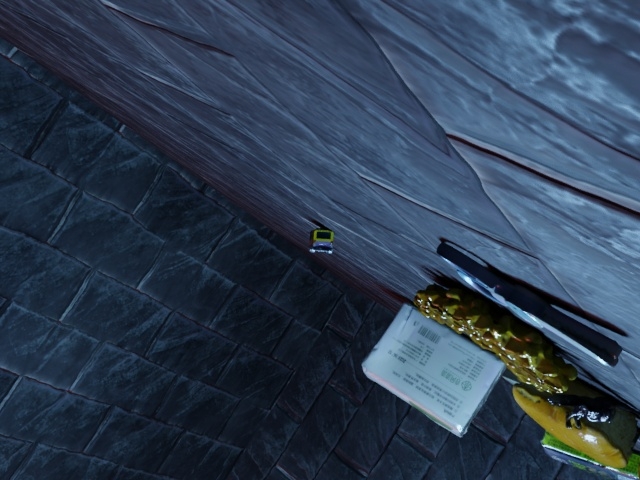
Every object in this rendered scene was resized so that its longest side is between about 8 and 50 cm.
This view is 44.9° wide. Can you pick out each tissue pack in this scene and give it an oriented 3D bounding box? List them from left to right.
[{"bbox_3d":[0.338,0.381,2.320,0.357,0.266,0.194,32,171,19],"label":"tissue pack"},{"bbox_3d":[0.626,0.486,1.740,0.236,0.073,0.173,15,163,29],"label":"tissue pack"}]

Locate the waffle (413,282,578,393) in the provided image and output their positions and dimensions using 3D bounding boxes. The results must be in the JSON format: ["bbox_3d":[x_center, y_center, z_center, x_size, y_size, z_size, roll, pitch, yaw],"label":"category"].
[{"bbox_3d":[0.294,0.157,1.309,0.293,0.069,0.260,33,172,3],"label":"waffle"}]

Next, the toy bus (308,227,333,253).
[{"bbox_3d":[0.000,0.000,1.791,0.052,0.058,0.102,5,180,-6],"label":"toy bus"}]

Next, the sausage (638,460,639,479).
[{"bbox_3d":[0.664,0.438,1.470,0.117,0.125,0.317,28,178,22],"label":"sausage"}]

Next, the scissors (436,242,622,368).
[{"bbox_3d":[0.241,0.075,0.908,0.125,0.030,0.256,37,177,-42],"label":"scissors"}]

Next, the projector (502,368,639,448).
[{"bbox_3d":[0.581,0.393,1.833,0.257,0.079,0.259,33,174,-5],"label":"projector"}]

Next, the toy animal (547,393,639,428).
[{"bbox_3d":[0.471,0.294,1.357,0.220,0.062,0.108,10,157,-23],"label":"toy animal"}]

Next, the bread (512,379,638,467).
[{"bbox_3d":[0.505,0.344,1.531,0.174,0.121,0.245,34,179,-37],"label":"bread"}]
